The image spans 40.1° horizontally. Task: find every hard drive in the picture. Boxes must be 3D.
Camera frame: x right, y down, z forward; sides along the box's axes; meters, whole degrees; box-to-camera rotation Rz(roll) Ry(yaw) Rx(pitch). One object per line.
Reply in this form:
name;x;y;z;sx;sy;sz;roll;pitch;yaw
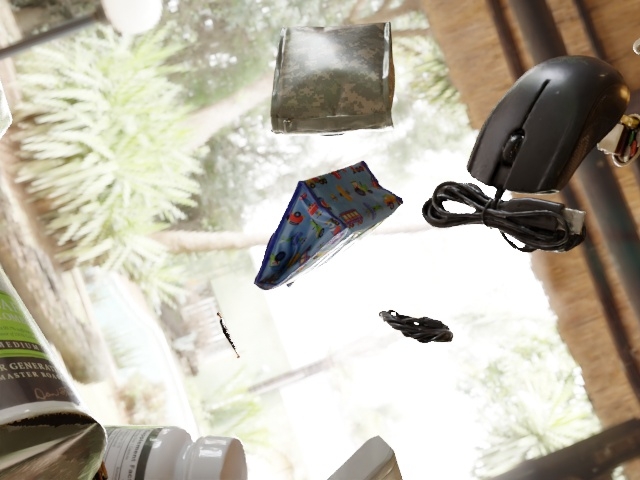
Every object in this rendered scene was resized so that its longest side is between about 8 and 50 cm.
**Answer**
hard drive;0.031;0.429;1.265;0.047;0.233;0.353;41;-17;28

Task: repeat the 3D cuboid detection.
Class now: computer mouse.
computer mouse;0.237;-0.115;0.934;0.188;0.272;0.072;15;-33;41

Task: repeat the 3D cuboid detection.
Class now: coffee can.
coffee can;-0.318;0.095;0.667;0.275;0.201;0.201;49;-16;26

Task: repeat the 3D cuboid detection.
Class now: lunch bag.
lunch bag;0.000;0.000;1.804;0.138;0.221;0.293;47;-53;16
lunch bag;0.029;-0.296;1.729;0.287;0.235;0.169;-83;169;-48

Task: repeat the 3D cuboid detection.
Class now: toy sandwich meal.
toy sandwich meal;0.436;-0.147;1.267;0.085;0.029;0.086;-169;-90;-76

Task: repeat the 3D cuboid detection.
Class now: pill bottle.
pill bottle;-0.242;0.312;1.099;0.161;0.283;0.161;-1;90;-80

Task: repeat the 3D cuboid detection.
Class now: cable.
cable;0.217;0.204;2.021;0.150;0.184;0.047;-25;132;-73

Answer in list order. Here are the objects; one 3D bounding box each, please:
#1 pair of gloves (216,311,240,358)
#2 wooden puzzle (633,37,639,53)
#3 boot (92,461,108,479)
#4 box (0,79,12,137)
pair of gloves;-0.159;0.162;1.500;0.074;0.010;0.083;65;-6;-12
wooden puzzle;0.754;-0.456;1.709;0.044;0.221;0.239;62;-13;9
boot;-0.262;0.292;0.939;0.220;0.109;0.283;61;-4;49
box;-0.584;-0.241;1.344;0.148;0.121;0.311;27;-22;-1
